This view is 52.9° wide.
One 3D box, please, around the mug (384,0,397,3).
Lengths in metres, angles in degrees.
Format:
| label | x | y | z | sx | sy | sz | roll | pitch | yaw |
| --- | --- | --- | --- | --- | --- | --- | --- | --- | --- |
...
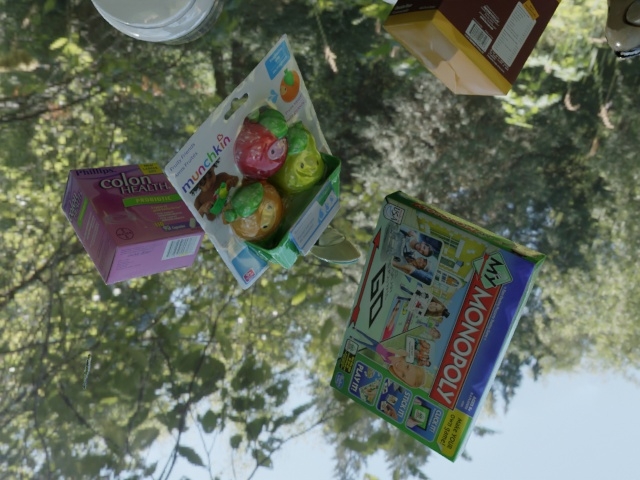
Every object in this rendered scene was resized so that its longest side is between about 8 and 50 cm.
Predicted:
| label | x | y | z | sx | sy | sz | roll | pitch | yaw |
| --- | --- | --- | --- | --- | --- | --- | --- | --- | --- |
| mug | 0.285 | -0.763 | 1.741 | 0.374 | 0.276 | 0.328 | -22 | -147 | -28 |

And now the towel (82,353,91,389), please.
| label | x | y | z | sx | sy | sz | roll | pitch | yaw |
| --- | --- | --- | --- | --- | --- | --- | --- | --- | --- |
| towel | -0.584 | 0.327 | 1.607 | 0.009 | 0.060 | 0.083 | 8 | -164 | -17 |

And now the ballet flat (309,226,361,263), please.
| label | x | y | z | sx | sy | sz | roll | pitch | yaw |
| --- | --- | --- | --- | --- | --- | --- | --- | --- | --- |
| ballet flat | 0.000 | 0.000 | 1.639 | 0.086 | 0.086 | 0.248 | -15 | -162 | -41 |

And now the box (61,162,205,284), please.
| label | x | y | z | sx | sy | sz | roll | pitch | yaw |
| --- | --- | --- | --- | --- | --- | --- | --- | --- | --- |
| box | -0.415 | -0.046 | 1.423 | 0.213 | 0.117 | 0.243 | -12 | -128 | -43 |

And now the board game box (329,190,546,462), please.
| label | x | y | z | sx | sy | sz | roll | pitch | yaw |
| --- | --- | --- | --- | --- | --- | --- | --- | --- | --- |
| board game box | 0.144 | 0.118 | 0.874 | 0.213 | 0.318 | 0.046 | 27 | -153 | 27 |

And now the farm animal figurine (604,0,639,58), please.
| label | x | y | z | sx | sy | sz | roll | pitch | yaw |
| --- | --- | --- | --- | --- | --- | --- | --- | --- | --- |
| farm animal figurine | 0.568 | -0.442 | 1.137 | 0.330 | 0.172 | 0.327 | 38 | -124 | -23 |

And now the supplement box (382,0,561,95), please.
| label | x | y | z | sx | sy | sz | roll | pitch | yaw |
| --- | --- | --- | --- | --- | --- | --- | --- | --- | --- |
| supplement box | 0.242 | -0.365 | 1.014 | 0.191 | 0.194 | 0.129 | 32 | 176 | -31 |

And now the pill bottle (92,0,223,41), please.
| label | x | y | z | sx | sy | sz | roll | pitch | yaw |
| --- | --- | --- | --- | --- | --- | --- | --- | --- | --- |
| pill bottle | -0.267 | -0.434 | 1.055 | 0.210 | 0.210 | 0.363 | 6 | -165 | -7 |

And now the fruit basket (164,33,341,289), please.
| label | x | y | z | sx | sy | sz | roll | pitch | yaw |
| --- | --- | --- | --- | --- | --- | --- | --- | --- | --- |
| fruit basket | -0.089 | -0.121 | 1.138 | 0.165 | 0.353 | 0.327 | 24 | -116 | 26 |
